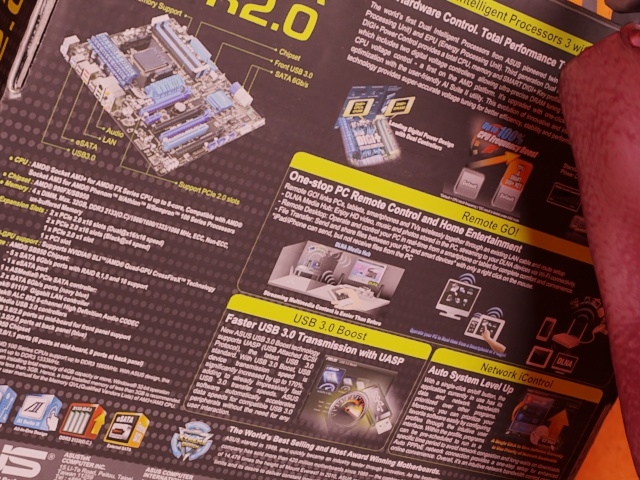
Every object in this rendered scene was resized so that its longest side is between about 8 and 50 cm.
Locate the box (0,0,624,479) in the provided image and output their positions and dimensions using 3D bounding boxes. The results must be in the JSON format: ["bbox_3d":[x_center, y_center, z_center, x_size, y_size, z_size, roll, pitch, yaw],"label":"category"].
[{"bbox_3d":[0.000,0.000,0.507,0.270,0.060,0.216,16,104,-32],"label":"box"}]

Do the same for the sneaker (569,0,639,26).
[{"bbox_3d":[0.032,-0.181,0.566,0.321,0.125,0.180,50,60,-20],"label":"sneaker"}]

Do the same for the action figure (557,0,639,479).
[{"bbox_3d":[0.160,0.113,0.424,0.248,0.276,0.370,9,79,1],"label":"action figure"}]
